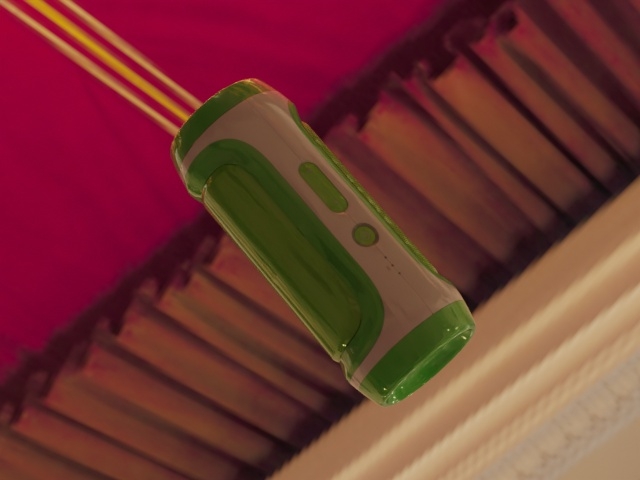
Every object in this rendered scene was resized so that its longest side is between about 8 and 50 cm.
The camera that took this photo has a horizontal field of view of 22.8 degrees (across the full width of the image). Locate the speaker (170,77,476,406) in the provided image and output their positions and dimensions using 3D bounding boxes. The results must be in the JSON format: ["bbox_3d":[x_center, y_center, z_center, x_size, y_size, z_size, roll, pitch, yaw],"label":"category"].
[{"bbox_3d":[0.000,0.000,1.388,0.131,0.131,0.296,-44,-105,11],"label":"speaker"}]
